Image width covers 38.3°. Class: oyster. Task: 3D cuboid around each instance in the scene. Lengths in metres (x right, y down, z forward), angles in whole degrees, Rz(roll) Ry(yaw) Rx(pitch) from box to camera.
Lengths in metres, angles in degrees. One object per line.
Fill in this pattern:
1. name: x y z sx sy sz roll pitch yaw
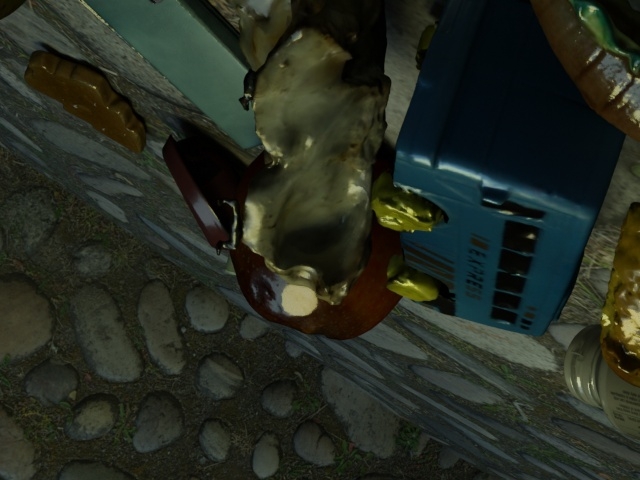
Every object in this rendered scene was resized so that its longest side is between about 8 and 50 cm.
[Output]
1. oyster: -0.015 -0.098 0.660 0.133 0.337 0.198 -3 -153 -2

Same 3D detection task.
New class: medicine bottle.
1. medicine bottle: 0.363 0.148 0.961 0.135 0.135 0.215 37 166 -26

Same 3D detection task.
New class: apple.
1. apple: 0.000 0.000 1.037 0.230 0.230 0.230 29 167 7

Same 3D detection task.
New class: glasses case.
1. glasses case: -0.120 -0.202 0.964 0.105 0.056 0.266 -12 141 37

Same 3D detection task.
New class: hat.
1. hat: -0.160 -0.077 1.378 0.205 0.089 0.205 61 176 8

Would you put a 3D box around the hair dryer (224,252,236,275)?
1. hair dryer: -0.035 0.000 1.349 0.183 0.155 0.044 20 175 -21

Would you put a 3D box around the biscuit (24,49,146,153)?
1. biscuit: -0.357 -0.218 1.450 0.212 0.041 0.238 10 156 44

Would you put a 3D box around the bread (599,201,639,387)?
1. bread: 0.285 0.064 0.657 0.160 0.147 0.260 25 -172 24

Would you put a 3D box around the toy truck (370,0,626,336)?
1. toy truck: 0.141 -0.040 0.734 0.162 0.161 0.385 16 164 13

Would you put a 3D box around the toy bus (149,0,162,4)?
1. toy bus: -0.136 -0.246 0.797 0.058 0.052 0.102 36 165 -18

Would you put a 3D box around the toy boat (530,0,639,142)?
1. toy boat: 0.205 -0.094 0.499 0.293 0.108 0.099 33 124 6

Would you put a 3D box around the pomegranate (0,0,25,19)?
1. pomegranate: -0.337 -0.292 0.885 0.209 0.180 0.180 -15 148 19
